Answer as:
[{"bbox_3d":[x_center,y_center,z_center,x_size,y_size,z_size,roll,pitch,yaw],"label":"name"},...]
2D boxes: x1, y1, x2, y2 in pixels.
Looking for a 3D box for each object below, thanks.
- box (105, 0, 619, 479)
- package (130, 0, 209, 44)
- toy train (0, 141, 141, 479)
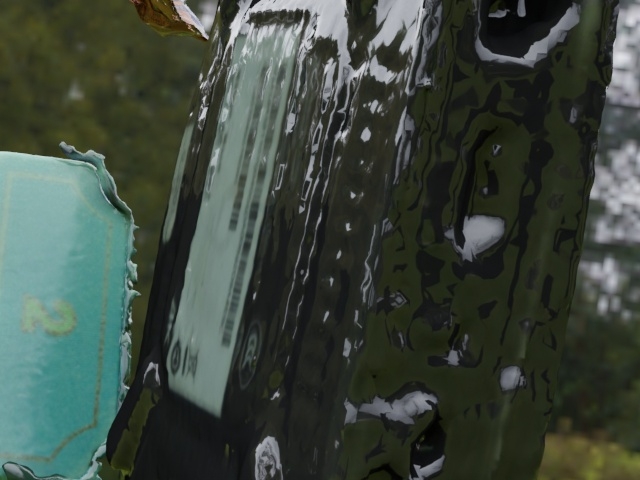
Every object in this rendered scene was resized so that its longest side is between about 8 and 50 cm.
[{"bbox_3d":[0.000,0.000,0.832,0.091,0.359,0.350,12,0,-20],"label":"box"},{"bbox_3d":[-0.116,-0.169,1.428,0.077,0.033,0.111,49,8,31],"label":"package"},{"bbox_3d":[-0.183,0.048,1.039,0.163,0.203,0.112,7,-16,-17],"label":"toy train"}]
